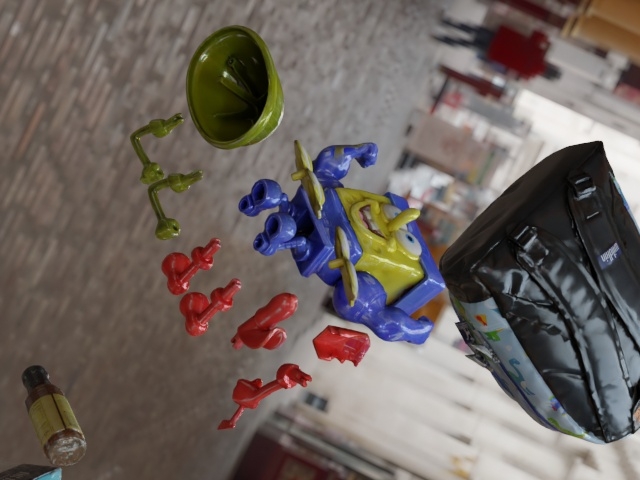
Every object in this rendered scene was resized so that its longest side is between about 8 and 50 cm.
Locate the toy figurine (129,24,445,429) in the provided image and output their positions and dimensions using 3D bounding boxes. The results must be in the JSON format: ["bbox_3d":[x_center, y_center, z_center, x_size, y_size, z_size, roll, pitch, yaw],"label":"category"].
[{"bbox_3d":[0.000,0.000,1.293,0.191,0.217,0.362,-48,-133,27],"label":"toy figurine"}]

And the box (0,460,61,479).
[{"bbox_3d":[-0.318,0.189,1.056,0.100,0.244,0.060,-11,104,-71],"label":"box"}]

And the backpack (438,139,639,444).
[{"bbox_3d":[0.326,0.097,1.941,0.290,0.355,0.273,-44,-169,-24],"label":"backpack"}]

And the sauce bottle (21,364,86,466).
[{"bbox_3d":[-0.260,0.166,1.415,0.042,0.042,0.128,-67,-148,21],"label":"sauce bottle"}]
